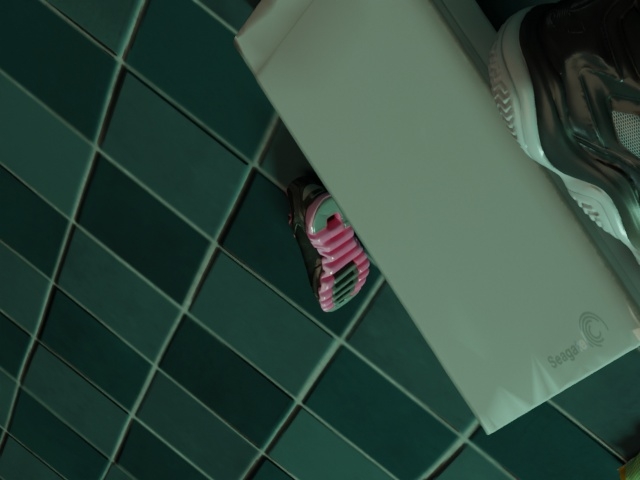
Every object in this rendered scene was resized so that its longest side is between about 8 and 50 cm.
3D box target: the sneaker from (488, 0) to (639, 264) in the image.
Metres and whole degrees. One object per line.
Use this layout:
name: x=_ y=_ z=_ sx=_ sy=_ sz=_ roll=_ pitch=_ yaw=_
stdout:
sneaker: x=0.225 y=-0.046 z=0.951 sx=0.268 sy=0.101 sz=0.153 roll=40 pitch=140 yaw=-17

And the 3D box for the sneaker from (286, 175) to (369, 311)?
sneaker: x=0.000 y=0.000 z=1.315 sx=0.057 sy=0.047 sz=0.119 roll=38 pitch=150 yaw=38

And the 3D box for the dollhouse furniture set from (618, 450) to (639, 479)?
dollhouse furniture set: x=0.269 y=0.208 z=1.257 sx=0.151 sy=0.058 sz=0.076 roll=34 pitch=148 yaw=11

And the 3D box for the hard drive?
hard drive: x=0.073 y=-0.045 z=1.094 sx=0.308 sy=0.040 sz=0.203 roll=57 pitch=149 yaw=7
